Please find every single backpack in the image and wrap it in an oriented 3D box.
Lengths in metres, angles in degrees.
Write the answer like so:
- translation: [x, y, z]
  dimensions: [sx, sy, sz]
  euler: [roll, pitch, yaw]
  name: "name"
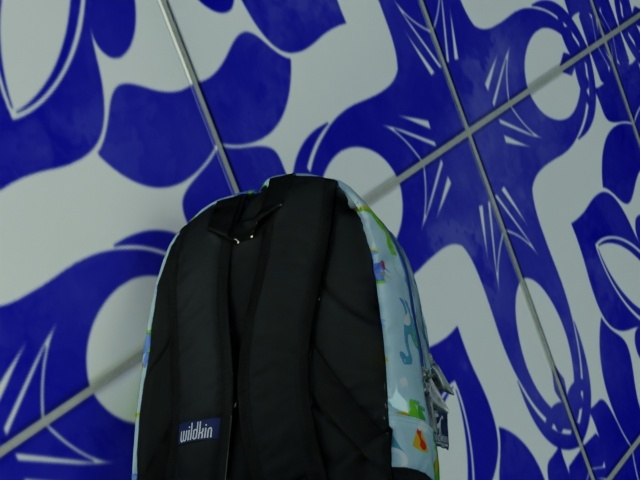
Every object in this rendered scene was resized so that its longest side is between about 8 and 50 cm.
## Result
- translation: [-0.026, 0.119, 1.488]
  dimensions: [0.273, 0.290, 0.356]
  euler: [24, 52, -60]
  name: "backpack"
